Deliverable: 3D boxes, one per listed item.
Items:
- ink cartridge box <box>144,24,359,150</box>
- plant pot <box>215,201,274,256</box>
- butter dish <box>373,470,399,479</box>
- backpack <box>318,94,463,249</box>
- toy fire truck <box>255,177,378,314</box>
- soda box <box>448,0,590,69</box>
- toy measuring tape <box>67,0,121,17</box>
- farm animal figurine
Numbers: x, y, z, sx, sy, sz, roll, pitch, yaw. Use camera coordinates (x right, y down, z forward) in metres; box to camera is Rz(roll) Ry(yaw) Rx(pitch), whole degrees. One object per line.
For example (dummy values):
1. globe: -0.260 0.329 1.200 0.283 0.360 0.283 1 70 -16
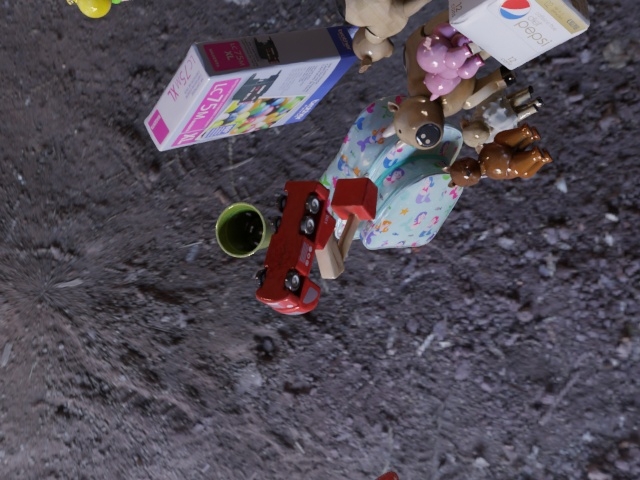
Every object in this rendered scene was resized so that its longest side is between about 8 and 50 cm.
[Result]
1. ink cartridge box: -0.075 -0.221 1.111 0.311 0.186 0.065 -22 79 -38
2. plant pot: -0.107 -0.015 1.217 0.083 0.079 0.083 -1 87 21
3. butter dish: 0.036 0.257 0.488 0.118 0.160 0.160 31 33 -17
4. backpack: 0.127 -0.113 1.336 0.225 0.191 0.254 -2 127 -44
5. toy fire truck: 0.000 0.000 0.874 0.135 0.047 0.192 38 60 -51
6. soda box: 0.140 -0.240 0.576 0.073 0.069 0.216 24 57 -36
7. toy measuring tape: -0.312 -0.434 0.981 0.121 0.121 0.330 -5 79 -20
8. farm animal figurine: 0.142 -0.212 1.003 0.330 0.172 0.327 55 27 -15
